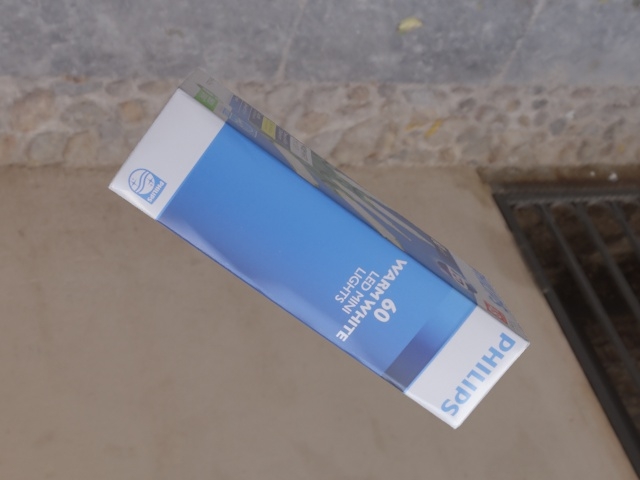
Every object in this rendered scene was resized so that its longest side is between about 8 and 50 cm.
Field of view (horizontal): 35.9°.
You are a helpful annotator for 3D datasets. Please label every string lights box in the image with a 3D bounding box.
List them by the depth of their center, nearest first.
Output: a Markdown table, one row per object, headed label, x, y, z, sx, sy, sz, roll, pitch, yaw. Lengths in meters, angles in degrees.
| label | x | y | z | sx | sy | sz | roll | pitch | yaw |
| --- | --- | --- | --- | --- | --- | --- | --- | --- | --- |
| string lights box | 0.000 | 0.000 | 0.641 | 0.259 | 0.133 | 0.077 | 35 | 101 | -11 |
